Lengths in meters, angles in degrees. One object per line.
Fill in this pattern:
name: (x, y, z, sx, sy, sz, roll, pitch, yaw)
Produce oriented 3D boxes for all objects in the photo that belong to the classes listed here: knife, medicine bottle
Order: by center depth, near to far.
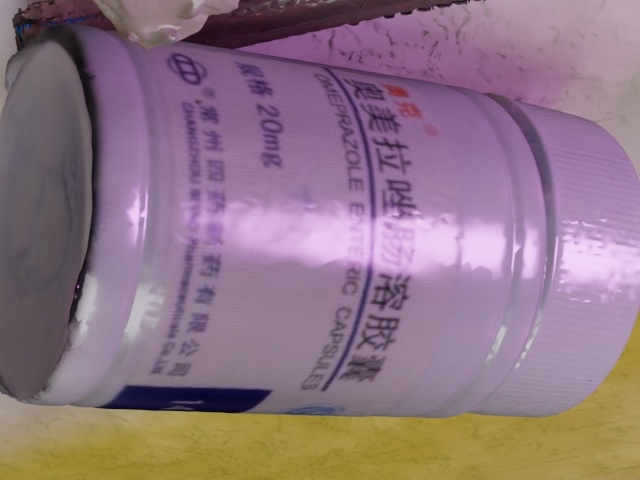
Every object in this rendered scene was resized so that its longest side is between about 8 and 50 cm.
knife: (0.015, -0.141, 0.711, 0.365, 0.043, 0.089, -10, 145, 9)
medicine bottle: (0.000, 0.000, 0.750, 0.332, 0.190, 0.190, 5, 144, -29)

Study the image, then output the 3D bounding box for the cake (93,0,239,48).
cake: (-0.069, -0.175, 0.553, 0.135, 0.147, 0.134, 28, 132, -36)
